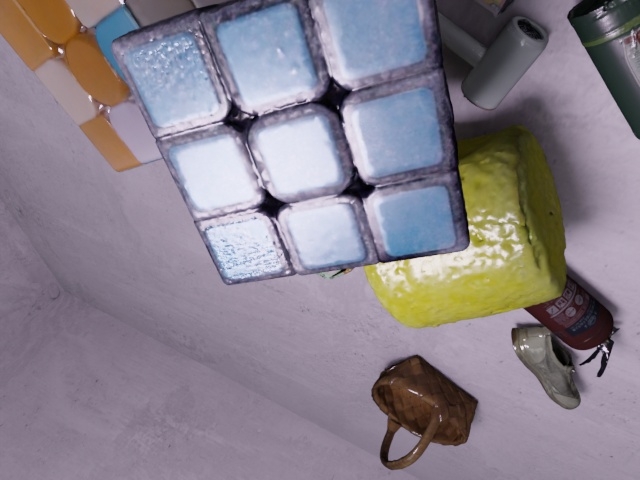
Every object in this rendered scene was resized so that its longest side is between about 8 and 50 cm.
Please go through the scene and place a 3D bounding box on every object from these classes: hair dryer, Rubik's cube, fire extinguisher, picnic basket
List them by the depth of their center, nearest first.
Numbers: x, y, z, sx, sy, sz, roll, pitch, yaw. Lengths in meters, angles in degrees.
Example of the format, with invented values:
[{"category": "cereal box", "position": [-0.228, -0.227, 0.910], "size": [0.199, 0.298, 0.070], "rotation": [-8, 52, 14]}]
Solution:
[{"category": "Rubik's cube", "position": [-0.001, -0.161, 0.573], "size": [0.306, 0.303, 0.300], "rotation": [-12, 120, 15]}, {"category": "fire extinguisher", "position": [0.461, -0.217, 0.641], "size": [0.294, 0.118, 0.093], "rotation": [48, 177, -17]}, {"category": "hair dryer", "position": [0.224, -0.330, 0.735], "size": [0.236, 0.073, 0.131], "rotation": [41, 143, 7]}, {"category": "Rubik's cube", "position": [-0.281, -0.372, 0.828], "size": [0.345, 0.346, 0.346], "rotation": [-2, 130, 40]}, {"category": "fire extinguisher", "position": [0.501, 0.141, 0.978], "size": [0.337, 0.135, 0.114], "rotation": [38, 179, -5]}, {"category": "picnic basket", "position": [0.298, 0.582, 1.473], "size": [0.337, 0.337, 0.293], "rotation": [37, 144, -3]}]

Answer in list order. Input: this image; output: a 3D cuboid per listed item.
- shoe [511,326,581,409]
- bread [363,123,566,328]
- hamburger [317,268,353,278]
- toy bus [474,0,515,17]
[{"category": "shoe", "position": [0.577, 0.310, 1.138], "size": [0.098, 0.103, 0.275], "rotation": [-28, 114, 36]}, {"category": "bread", "position": [0.254, -0.032, 0.822], "size": [0.308, 0.348, 0.348], "rotation": [-20, 119, 36]}, {"category": "hamburger", "position": [-0.003, -0.001, 1.202], "size": [0.235, 0.125, 0.214], "rotation": [37, 147, -3]}, {"category": "toy bus", "position": [0.269, -0.422, 0.564], "size": [0.106, 0.092, 0.268], "rotation": [39, 145, 9]}]
